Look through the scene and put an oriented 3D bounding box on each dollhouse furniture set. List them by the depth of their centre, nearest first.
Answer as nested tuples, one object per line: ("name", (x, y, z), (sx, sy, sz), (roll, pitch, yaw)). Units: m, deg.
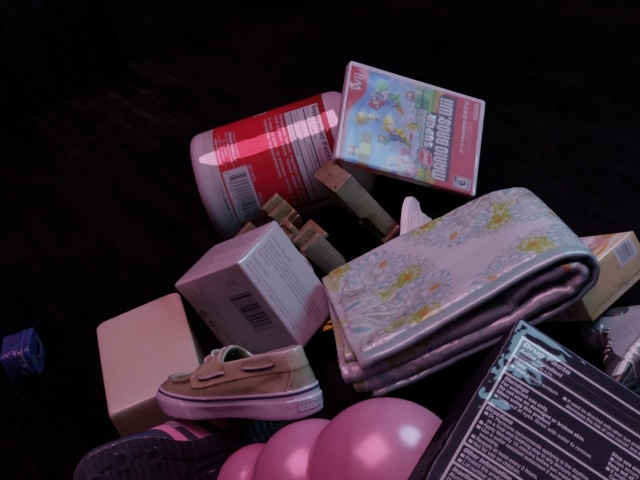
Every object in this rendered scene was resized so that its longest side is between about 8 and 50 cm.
("dollhouse furniture set", (0.000, 0.000, 1.823), (0.242, 0.161, 0.212), (-46, 33, -1))

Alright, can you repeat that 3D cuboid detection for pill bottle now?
("pill bottle", (-0.035, -0.162, 1.969), (0.408, 0.229, 0.229), (-17, 30, 4))

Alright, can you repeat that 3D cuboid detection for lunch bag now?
("lunch bag", (-0.550, 0.212, 1.830), (0.065, 0.067, 0.098), (-21, 31, 0))

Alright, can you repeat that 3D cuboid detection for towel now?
("towel", (0.185, 0.057, 1.439), (0.375, 0.090, 0.320), (-26, 23, 4))

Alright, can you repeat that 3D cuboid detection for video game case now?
("video game case", (0.171, -0.208, 1.857), (0.025, 0.285, 0.204), (140, 141, -66))

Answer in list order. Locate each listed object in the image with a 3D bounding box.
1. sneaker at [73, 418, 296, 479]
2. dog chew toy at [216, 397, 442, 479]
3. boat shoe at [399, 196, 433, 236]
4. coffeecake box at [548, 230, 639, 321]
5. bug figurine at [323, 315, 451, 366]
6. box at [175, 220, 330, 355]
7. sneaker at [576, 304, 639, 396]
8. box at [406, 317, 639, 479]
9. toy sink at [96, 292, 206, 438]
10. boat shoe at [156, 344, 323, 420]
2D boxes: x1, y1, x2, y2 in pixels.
("sneaker", (-0.196, 0.305, 1.397), (0.319, 0.112, 0.131), (-8, 3, -22))
("dog chew toy", (0.010, 0.309, 1.226), (0.332, 0.206, 0.206), (-12, 30, 28))
("boat shoe", (0.177, -0.017, 1.778), (0.063, 0.066, 0.184), (1, 31, 7))
("coffeecake box", (0.373, 0.057, 1.473), (0.142, 0.068, 0.185), (-36, 11, -25))
("bug figurine", (0.139, 0.141, 1.528), (0.279, 0.072, 0.216), (-16, 24, 17))
("box", (-0.106, 0.089, 1.609), (0.182, 0.181, 0.119), (-20, 21, 46))
("sneaker", (0.404, 0.158, 1.353), (0.132, 0.086, 0.229), (3, 27, 42))
("box", (0.237, 0.294, 1.000), (0.296, 0.182, 0.294), (34, 51, 9))
("toy sink", (-0.257, 0.221, 1.582), (0.153, 0.131, 0.234), (-23, 35, -5))
("boat shoe", (-0.115, 0.190, 1.346), (0.302, 0.094, 0.109), (-8, 1, 41))
